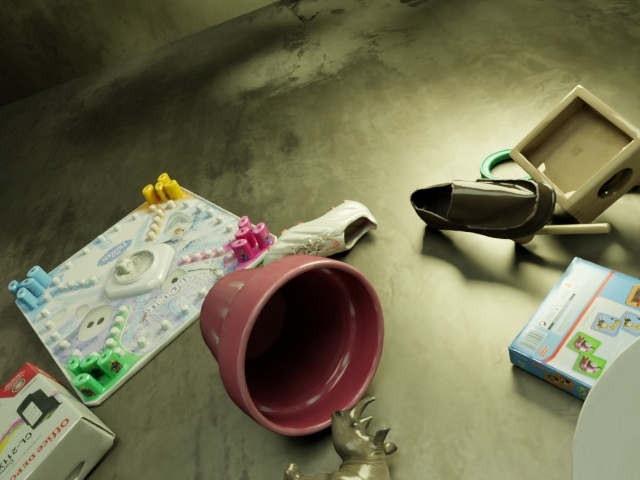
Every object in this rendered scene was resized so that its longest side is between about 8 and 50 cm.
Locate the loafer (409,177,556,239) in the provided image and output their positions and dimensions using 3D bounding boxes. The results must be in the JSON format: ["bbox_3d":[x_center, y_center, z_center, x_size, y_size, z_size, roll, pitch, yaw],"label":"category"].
[{"bbox_3d":[0.212,-0.046,0.714,0.220,0.078,0.080,-2,76,51],"label":"loafer"}]

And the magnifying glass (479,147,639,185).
[{"bbox_3d":[0.365,-0.109,0.798,0.231,0.026,0.092,11,50,33],"label":"magnifying glass"}]

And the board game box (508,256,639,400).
[{"bbox_3d":[0.341,0.115,0.550,0.160,0.039,0.212,-43,43,-22],"label":"board game box"}]

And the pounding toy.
[{"bbox_3d":[0.349,-0.068,0.705,0.206,0.094,0.181,-48,48,23],"label":"pounding toy"}]

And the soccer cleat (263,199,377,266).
[{"bbox_3d":[0.000,0.000,0.815,0.196,0.068,0.076,-32,44,-16],"label":"soccer cleat"}]

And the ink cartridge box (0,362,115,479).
[{"bbox_3d":[-0.381,0.262,0.686,0.175,0.072,0.127,18,58,38],"label":"ink cartridge box"}]

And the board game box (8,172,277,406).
[{"bbox_3d":[-0.335,0.046,0.927,0.390,0.050,0.390,-42,44,-22],"label":"board game box"}]

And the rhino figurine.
[{"bbox_3d":[0.015,0.264,0.509,0.107,0.073,0.243,2,44,30],"label":"rhino figurine"}]

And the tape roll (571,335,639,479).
[{"bbox_3d":[0.320,0.176,0.322,0.286,0.100,0.285,-12,74,47],"label":"tape roll"}]

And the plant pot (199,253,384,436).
[{"bbox_3d":[-0.054,0.111,0.634,0.201,0.201,0.180,-45,29,-24],"label":"plant pot"}]
